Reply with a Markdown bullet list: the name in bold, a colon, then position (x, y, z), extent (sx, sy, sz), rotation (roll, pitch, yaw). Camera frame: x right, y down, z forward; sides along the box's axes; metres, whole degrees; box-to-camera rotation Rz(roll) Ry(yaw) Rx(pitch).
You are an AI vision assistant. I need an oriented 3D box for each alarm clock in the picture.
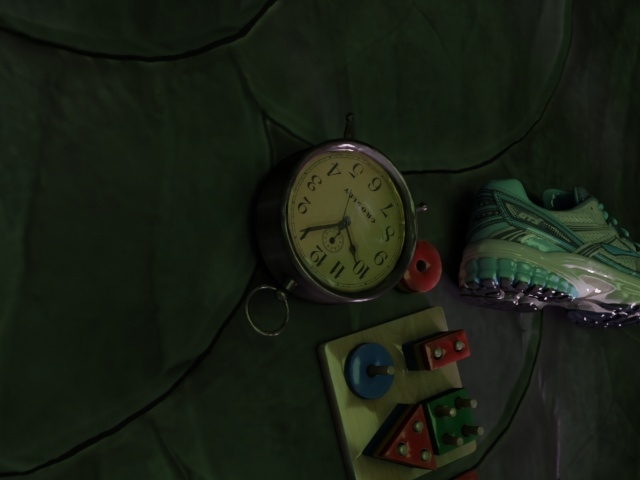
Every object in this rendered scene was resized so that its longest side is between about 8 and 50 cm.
- **alarm clock**: position (0.000, 0.000, 0.795), extent (0.129, 0.064, 0.192), rotation (50, 58, -18)

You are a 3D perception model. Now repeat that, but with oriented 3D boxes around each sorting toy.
- **sorting toy**: position (0.078, 0.141, 0.837), extent (0.132, 0.046, 0.274), rotation (-14, 91, -34)

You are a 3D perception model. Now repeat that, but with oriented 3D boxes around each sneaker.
- **sneaker**: position (0.256, 0.011, 0.940), extent (0.283, 0.110, 0.122), rotation (13, 72, -32)
